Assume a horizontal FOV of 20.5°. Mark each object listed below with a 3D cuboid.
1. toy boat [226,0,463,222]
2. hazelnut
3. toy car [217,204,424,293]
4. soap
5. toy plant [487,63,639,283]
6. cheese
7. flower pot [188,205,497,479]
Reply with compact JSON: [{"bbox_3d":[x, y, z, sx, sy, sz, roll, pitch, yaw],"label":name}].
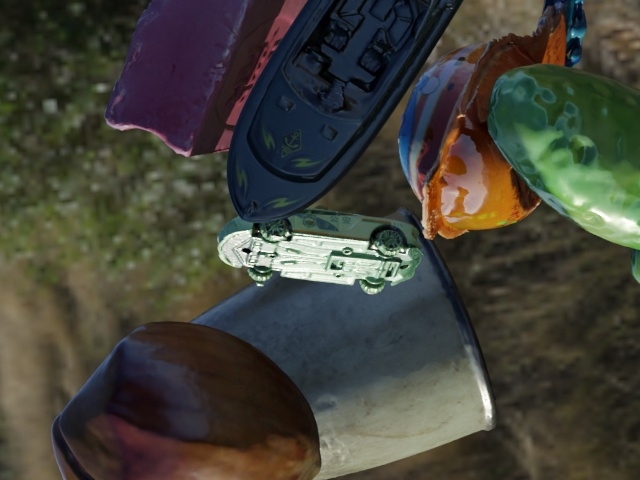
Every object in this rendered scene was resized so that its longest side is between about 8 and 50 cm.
[{"bbox_3d":[0.013,-0.117,1.227,0.246,0.093,0.103,-56,-3,0],"label":"toy boat"},{"bbox_3d":[-0.108,0.168,1.461,0.181,0.181,0.212,47,144,13],"label":"hazelnut"},{"bbox_3d":[0.000,0.000,1.595,0.093,0.186,0.058,110,164,-60],"label":"toy car"},{"bbox_3d":[-0.129,-0.237,2.224,0.233,0.128,0.359,-67,-9,10],"label":"soap"},{"bbox_3d":[0.306,-0.051,1.058,0.317,0.356,0.210,57,173,-11],"label":"toy plant"},{"bbox_3d":[0.180,-0.127,1.720,0.329,0.129,0.217,-52,-28,-34],"label":"cheese"},{"bbox_3d":[0.010,0.145,2.144,0.293,0.330,0.293,160,90,-84],"label":"flower pot"}]
